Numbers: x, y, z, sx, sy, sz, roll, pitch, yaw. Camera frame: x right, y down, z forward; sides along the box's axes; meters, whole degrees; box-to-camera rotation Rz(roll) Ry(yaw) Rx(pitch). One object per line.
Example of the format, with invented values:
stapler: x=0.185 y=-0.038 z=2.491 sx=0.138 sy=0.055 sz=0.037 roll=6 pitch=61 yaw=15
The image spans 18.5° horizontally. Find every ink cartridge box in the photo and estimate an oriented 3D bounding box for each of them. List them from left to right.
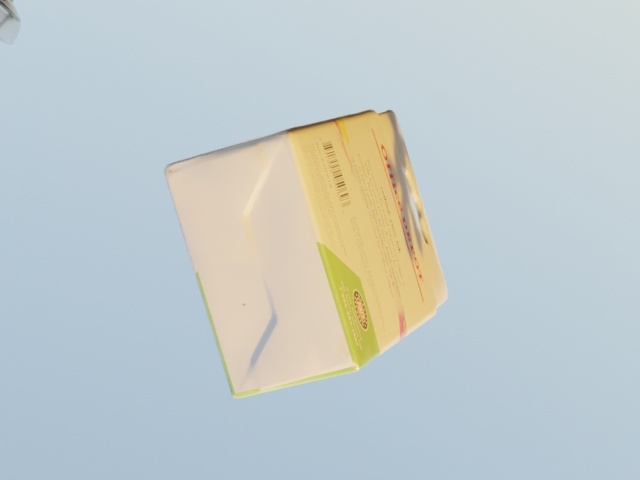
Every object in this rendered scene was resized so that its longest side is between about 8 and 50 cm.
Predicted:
ink cartridge box: x=0.000 y=0.000 z=1.734 sx=0.353 sy=0.119 sz=0.207 roll=-22 pitch=-84 yaw=-72

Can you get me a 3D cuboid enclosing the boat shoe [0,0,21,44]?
boat shoe: x=-0.333 y=-0.270 z=1.759 sx=0.108 sy=0.102 sz=0.301 roll=27 pitch=172 yaw=23
